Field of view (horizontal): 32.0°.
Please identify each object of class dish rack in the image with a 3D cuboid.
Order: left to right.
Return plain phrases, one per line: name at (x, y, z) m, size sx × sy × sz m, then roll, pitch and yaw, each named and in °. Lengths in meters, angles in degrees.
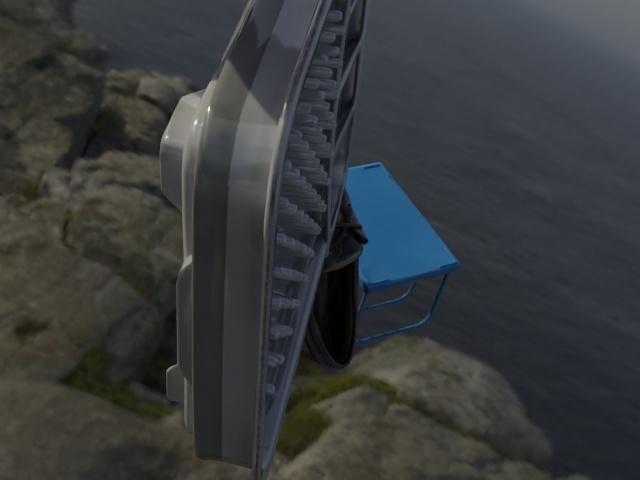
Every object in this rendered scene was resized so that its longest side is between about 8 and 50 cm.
dish rack at (-0.029, -0.049, 0.676) m, size 0.072 × 0.285 × 0.333 m, roll 10°, pitch 42°, yaw 4°

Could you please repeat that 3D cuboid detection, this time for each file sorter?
file sorter at (0.047, 0.014, 1.232) m, size 0.118 × 0.104 × 0.170 m, roll -12°, pitch 50°, yaw -29°

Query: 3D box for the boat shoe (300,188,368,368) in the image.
boat shoe at (0.000, 0.000, 1.075) m, size 0.092 × 0.285 × 0.103 m, roll 23°, pitch 37°, yaw 33°
